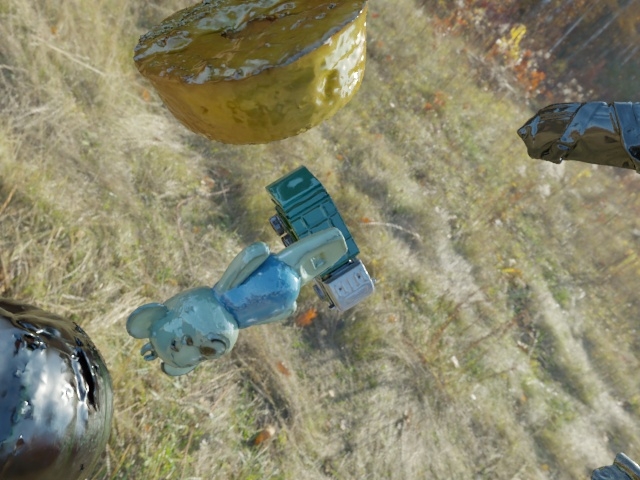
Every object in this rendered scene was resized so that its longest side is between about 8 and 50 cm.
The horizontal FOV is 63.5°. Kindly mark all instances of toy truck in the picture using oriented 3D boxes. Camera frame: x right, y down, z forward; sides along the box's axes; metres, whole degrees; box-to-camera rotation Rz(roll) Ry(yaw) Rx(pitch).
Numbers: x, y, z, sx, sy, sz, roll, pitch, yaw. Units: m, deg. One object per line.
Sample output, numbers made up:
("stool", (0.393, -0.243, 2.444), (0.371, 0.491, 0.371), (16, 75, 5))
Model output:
("toy truck", (0.000, 0.000, 0.887), (0.254, 0.114, 0.124), (60, -8, -13))

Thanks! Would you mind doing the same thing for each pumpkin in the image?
("pumpkin", (-0.269, 0.118, 0.376), (0.232, 0.163, 0.233), (19, -10, 3))

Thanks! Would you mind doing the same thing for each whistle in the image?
("whistle", (-0.074, 0.059, 0.529), (0.077, 0.235, 0.114), (50, -14, 47))

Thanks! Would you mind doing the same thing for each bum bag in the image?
("bum bag", (0.560, -0.212, 1.049), (0.326, 0.142, 0.079), (11, 2, 40))

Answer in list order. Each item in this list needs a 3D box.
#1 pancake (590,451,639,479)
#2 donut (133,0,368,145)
("pancake", (0.425, 0.399, 0.780), (0.184, 0.020, 0.190), (12, 45, 27))
("donut", (-0.072, -0.215, 0.614), (0.278, 0.277, 0.109), (-103, 177, -46))
